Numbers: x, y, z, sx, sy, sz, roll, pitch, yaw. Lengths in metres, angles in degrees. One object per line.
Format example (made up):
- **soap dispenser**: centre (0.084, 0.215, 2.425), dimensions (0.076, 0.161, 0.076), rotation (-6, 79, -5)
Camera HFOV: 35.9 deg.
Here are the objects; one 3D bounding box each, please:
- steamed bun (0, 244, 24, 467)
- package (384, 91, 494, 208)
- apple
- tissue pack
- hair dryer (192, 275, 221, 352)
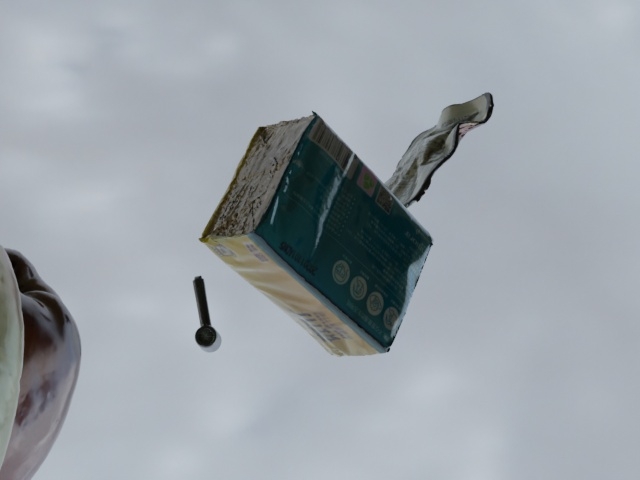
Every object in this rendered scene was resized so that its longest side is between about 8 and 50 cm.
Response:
- **steamed bun**: centre (-0.229, 0.101, 0.441), dimensions (0.152, 0.239, 0.170), rotation (32, -169, 37)
- **package**: centre (0.111, -0.081, 1.153), dimensions (0.040, 0.166, 0.232), rotation (47, -127, -12)
- **apple**: centre (-0.304, 0.101, 0.746), dimensions (0.233, 0.234, 0.234), rotation (9, -126, -13)
- **tissue pack**: centre (0.000, 0.000, 0.770), dimensions (0.169, 0.082, 0.120), rotation (43, -122, -34)
- **hair dryer**: centre (-0.126, 0.078, 1.073), dimensions (0.026, 0.047, 0.083), rotation (-8, -103, -4)
